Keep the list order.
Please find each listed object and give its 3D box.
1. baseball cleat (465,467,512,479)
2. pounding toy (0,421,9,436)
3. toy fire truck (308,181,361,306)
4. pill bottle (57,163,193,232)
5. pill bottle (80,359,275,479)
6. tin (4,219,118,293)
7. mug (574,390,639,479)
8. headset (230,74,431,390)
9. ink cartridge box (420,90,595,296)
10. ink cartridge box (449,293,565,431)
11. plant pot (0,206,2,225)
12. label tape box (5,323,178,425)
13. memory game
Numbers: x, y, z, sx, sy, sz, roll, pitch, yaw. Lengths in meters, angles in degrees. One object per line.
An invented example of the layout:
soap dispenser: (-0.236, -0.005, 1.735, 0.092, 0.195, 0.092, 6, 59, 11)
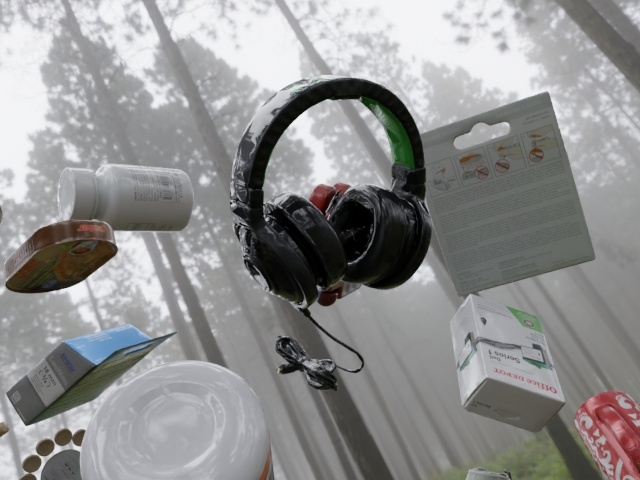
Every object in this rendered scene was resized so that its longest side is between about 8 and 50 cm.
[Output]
baseball cleat: (0.228, 0.424, 0.961, 0.206, 0.109, 0.072, -16, 3, -38)
pounding toy: (-0.368, 0.250, 0.575, 0.270, 0.154, 0.154, -2, -17, 29)
toy fire truck: (0.063, 0.014, 1.345, 0.302, 0.170, 0.253, -19, -56, -69)
pill bottle: (-0.377, -0.082, 1.194, 0.229, 0.131, 0.131, 0, -37, -40)
pill bottle: (-0.139, 0.294, 0.690, 0.182, 0.181, 0.322, -19, -45, -19)
tin: (-0.348, 0.023, 0.817, 0.190, 0.040, 0.106, -30, -18, 37)
mug: (0.417, 0.273, 0.802, 0.113, 0.169, 0.150, -9, -61, -3)
headset: (0.000, 0.000, 0.756, 0.244, 0.185, 0.393, -10, -71, -32)
ink cartridge box: (0.394, -0.096, 1.354, 0.309, 0.384, 0.091, -17, 12, 15)
ink cartridge box: (0.340, 0.223, 1.141, 0.160, 0.219, 0.092, 19, -55, -10)
plant pot: (-0.489, -0.093, 0.738, 0.238, 0.109, 0.237, 9, -33, 6)
label tape box: (-0.549, 0.292, 1.496, 0.334, 0.105, 0.241, -39, -11, 17)
memory game: (-0.537, 0.487, 1.293, 0.186, 0.186, 0.012, -5, 5, -40)
